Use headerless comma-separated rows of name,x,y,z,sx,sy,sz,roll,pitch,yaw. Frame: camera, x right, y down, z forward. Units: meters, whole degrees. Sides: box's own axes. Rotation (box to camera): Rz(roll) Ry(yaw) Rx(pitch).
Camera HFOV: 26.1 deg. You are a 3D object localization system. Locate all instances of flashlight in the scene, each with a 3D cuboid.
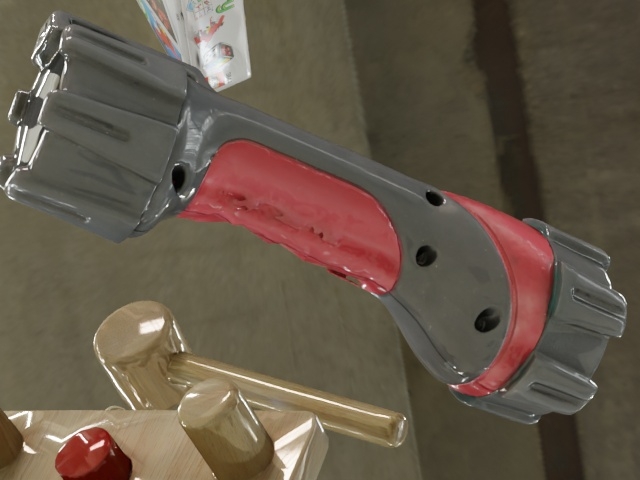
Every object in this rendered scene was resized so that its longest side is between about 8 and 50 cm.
flashlight,0.000,0.000,0.660,0.304,0.103,0.103,21,-81,-25

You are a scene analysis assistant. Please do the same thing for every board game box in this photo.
board game box,-0.141,-0.276,1.010,0.053,0.193,0.305,-24,-118,-12

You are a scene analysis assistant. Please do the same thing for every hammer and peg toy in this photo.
hammer and peg toy,-0.122,0.155,0.783,0.265,0.361,0.127,-3,-48,30

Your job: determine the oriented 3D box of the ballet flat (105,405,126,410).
ballet flat,-0.112,0.169,1.000,0.168,0.057,0.052,25,-79,38
